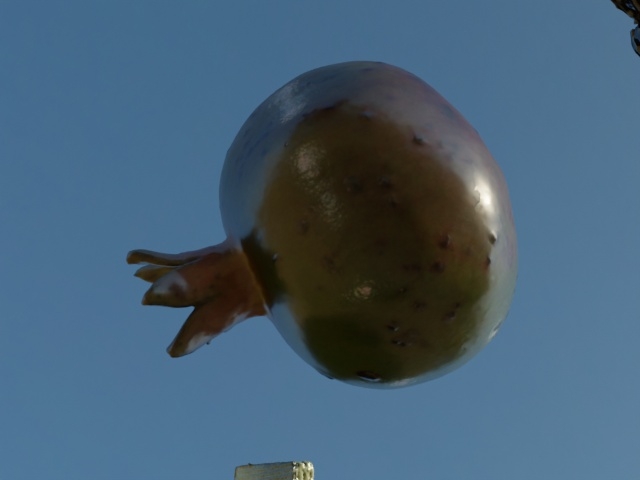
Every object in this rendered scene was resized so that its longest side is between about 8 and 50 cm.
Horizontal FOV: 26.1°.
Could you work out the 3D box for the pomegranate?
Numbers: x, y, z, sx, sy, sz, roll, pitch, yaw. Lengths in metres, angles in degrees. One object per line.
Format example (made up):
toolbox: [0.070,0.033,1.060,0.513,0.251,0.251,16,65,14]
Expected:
pomegranate: [0.018,0.013,1.204,0.323,0.291,0.291,-46,-71,-4]

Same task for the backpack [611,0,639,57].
backpack: [0.252,-0.155,0.716,0.206,0.133,0.258,-37,-53,22]

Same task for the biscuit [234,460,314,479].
biscuit: [-0.053,0.342,1.501,0.040,0.199,0.121,13,-19,-38]
